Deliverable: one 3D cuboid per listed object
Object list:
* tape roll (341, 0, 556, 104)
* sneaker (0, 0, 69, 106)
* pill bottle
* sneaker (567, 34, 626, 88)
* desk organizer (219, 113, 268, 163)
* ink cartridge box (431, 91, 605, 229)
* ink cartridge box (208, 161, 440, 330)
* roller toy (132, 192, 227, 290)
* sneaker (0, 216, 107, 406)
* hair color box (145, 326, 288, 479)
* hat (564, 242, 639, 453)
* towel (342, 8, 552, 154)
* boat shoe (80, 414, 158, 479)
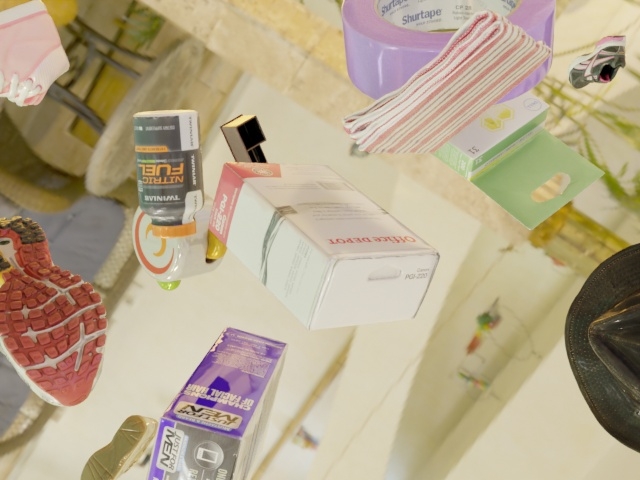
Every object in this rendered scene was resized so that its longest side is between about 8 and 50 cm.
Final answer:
[{"bbox_3d":[0.167,-0.277,1.191,0.275,0.275,0.090,-57,150,-43],"label":"tape roll"},{"bbox_3d":[-0.243,-0.125,0.667,0.051,0.070,0.134,-13,-161,45],"label":"sneaker"},{"bbox_3d":[-0.294,-0.129,1.772,0.130,0.130,0.245,-60,148,-77],"label":"pill bottle"},{"bbox_3d":[0.590,-0.364,1.932,0.178,0.072,0.077,124,-35,-67],"label":"sneaker"},{"bbox_3d":[-0.107,-0.134,1.449,0.047,0.130,0.050,-34,-157,-26],"label":"desk organizer"},{"bbox_3d":[0.272,-0.139,1.303,0.171,0.235,0.056,-34,147,-24],"label":"ink cartridge box"},{"bbox_3d":[0.000,0.000,0.998,0.158,0.218,0.092,-2,119,-39],"label":"ink cartridge box"},{"bbox_3d":[-0.298,-0.013,1.954,0.146,0.191,0.209,-12,160,-44],"label":"roller toy"},{"bbox_3d":[-0.244,0.068,0.787,0.088,0.225,0.092,-15,128,-25],"label":"sneaker"},{"bbox_3d":[-0.136,0.260,1.202,0.339,0.110,0.185,-66,170,-76],"label":"hair color box"},{"bbox_3d":[0.440,0.143,1.165,0.134,0.331,0.331,7,125,-45],"label":"hat"},{"bbox_3d":[0.110,-0.125,0.736,0.144,0.029,0.197,-38,168,23],"label":"towel"},{"bbox_3d":[-0.323,0.352,1.471,0.170,0.063,0.059,-47,153,15],"label":"boat shoe"}]
